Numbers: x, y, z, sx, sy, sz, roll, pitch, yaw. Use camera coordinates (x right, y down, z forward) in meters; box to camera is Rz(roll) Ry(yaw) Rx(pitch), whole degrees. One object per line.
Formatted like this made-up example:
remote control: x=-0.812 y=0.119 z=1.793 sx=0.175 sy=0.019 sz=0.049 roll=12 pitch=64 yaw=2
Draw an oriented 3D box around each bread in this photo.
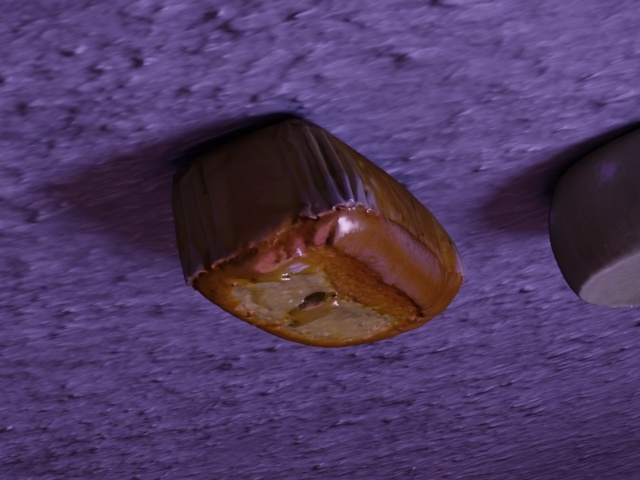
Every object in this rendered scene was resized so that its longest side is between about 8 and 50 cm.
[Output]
bread: x=0.000 y=0.000 z=1.454 sx=0.152 sy=0.119 sz=0.288 roll=-23 pitch=161 yaw=14

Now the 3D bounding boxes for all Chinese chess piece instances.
Chinese chess piece: x=0.316 y=-0.027 z=1.648 sx=0.250 sy=0.101 sz=0.250 roll=-14 pitch=163 yaw=-4
